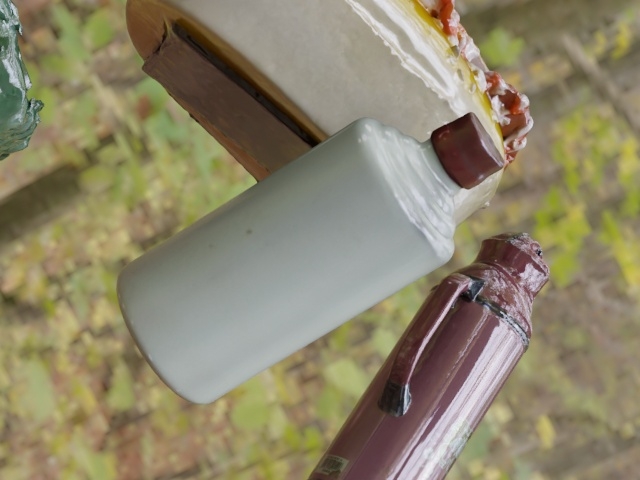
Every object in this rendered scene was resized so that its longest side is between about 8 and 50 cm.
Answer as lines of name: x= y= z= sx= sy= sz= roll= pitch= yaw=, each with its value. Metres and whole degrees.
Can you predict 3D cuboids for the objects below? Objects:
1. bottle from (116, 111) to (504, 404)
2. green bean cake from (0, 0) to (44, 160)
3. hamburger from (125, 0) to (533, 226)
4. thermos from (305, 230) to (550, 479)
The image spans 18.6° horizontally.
bottle: x=0.000 y=0.000 z=1.200 sx=0.104 sy=0.245 sz=0.104 roll=53 pitch=13 yaw=-19
green bean cake: x=-0.199 y=-0.122 z=0.908 sx=0.208 sy=0.107 sz=0.193 roll=178 pitch=-103 yaw=-81
hamburger: x=0.004 y=-0.120 z=1.335 sx=0.295 sy=0.151 sz=0.227 roll=42 pitch=-20 yaw=-21
thermos: x=0.106 y=0.120 z=1.834 sx=0.136 sy=0.330 sz=0.109 roll=44 pitch=-21 yaw=-26
